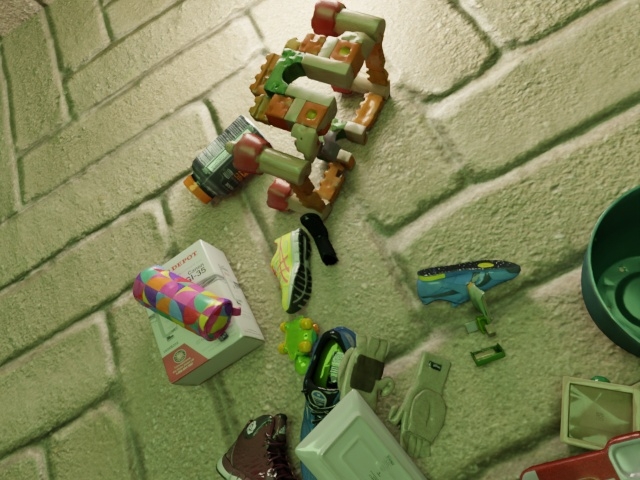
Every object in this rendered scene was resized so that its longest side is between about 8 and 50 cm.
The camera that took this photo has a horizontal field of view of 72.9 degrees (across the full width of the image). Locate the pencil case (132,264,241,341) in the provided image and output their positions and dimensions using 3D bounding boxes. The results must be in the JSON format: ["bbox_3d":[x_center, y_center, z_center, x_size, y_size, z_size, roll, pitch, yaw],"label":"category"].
[{"bbox_3d":[-0.296,0.135,0.946,0.237,0.104,0.104,22,79,22],"label":"pencil case"}]

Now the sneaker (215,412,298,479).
[{"bbox_3d":[-0.089,0.432,0.852,0.282,0.106,0.162,7,62,46],"label":"sneaker"}]

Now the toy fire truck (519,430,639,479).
[{"bbox_3d":[0.423,0.453,0.604,0.254,0.170,0.301,-35,52,29],"label":"toy fire truck"}]

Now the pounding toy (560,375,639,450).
[{"bbox_3d":[0.494,0.291,0.746,0.130,0.100,0.141,0,68,34],"label":"pounding toy"}]

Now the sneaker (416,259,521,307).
[{"bbox_3d":[0.308,0.091,0.904,0.210,0.069,0.082,-9,100,7],"label":"sneaker"}]

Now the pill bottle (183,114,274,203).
[{"bbox_3d":[-0.255,-0.211,1.175,0.246,0.130,0.130,-44,62,0],"label":"pill bottle"}]

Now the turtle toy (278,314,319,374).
[{"bbox_3d":[-0.042,0.232,0.964,0.095,0.066,0.130,-17,62,42],"label":"turtle toy"}]

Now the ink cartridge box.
[{"bbox_3d":[-0.295,0.173,1.049,0.207,0.117,0.282,-34,63,5],"label":"ink cartridge box"}]

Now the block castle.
[{"bbox_3d":[-0.019,-0.301,1.032,0.213,0.303,0.452,23,80,19],"label":"block castle"}]

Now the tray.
[{"bbox_3d":[0.091,0.404,0.745,0.145,0.030,0.270,-41,101,-20],"label":"tray"}]

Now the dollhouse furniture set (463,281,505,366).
[{"bbox_3d":[0.304,0.163,0.846,0.059,0.076,0.151,-22,100,8],"label":"dollhouse furniture set"}]

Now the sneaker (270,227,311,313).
[{"bbox_3d":[-0.077,0.076,1.038,0.094,0.081,0.208,-10,60,24],"label":"sneaker"}]

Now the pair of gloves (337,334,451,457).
[{"bbox_3d":[0.133,0.296,0.823,0.240,0.042,0.203,20,71,-20],"label":"pair of gloves"}]

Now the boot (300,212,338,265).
[{"bbox_3d":[-0.001,0.000,1.012,0.045,0.121,0.099,-25,58,12],"label":"boot"}]

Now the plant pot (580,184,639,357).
[{"bbox_3d":[0.580,0.073,0.708,0.294,0.235,0.292,-7,68,18],"label":"plant pot"}]

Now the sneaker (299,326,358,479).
[{"bbox_3d":[0.006,0.332,0.865,0.130,0.147,0.329,0,72,20],"label":"sneaker"}]
